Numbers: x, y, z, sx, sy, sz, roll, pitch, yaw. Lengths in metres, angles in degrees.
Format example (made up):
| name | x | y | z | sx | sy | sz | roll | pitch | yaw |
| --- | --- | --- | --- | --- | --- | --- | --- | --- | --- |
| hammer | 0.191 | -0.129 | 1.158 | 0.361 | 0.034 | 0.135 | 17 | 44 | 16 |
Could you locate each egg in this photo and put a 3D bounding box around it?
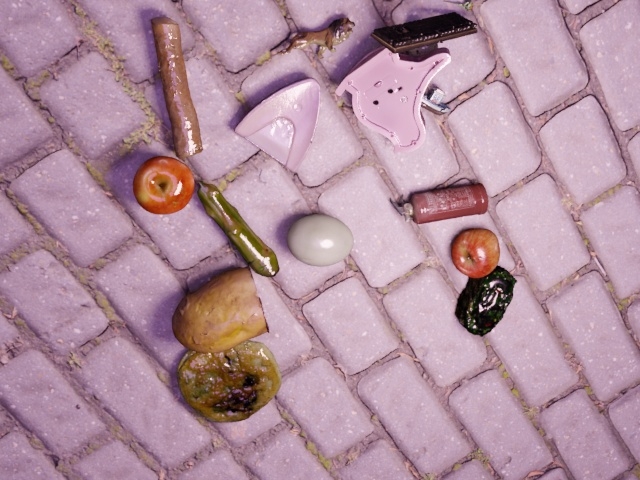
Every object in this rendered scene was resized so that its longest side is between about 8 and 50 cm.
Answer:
| name | x | y | z | sx | sy | sz | roll | pitch | yaw |
| --- | --- | --- | --- | --- | --- | --- | --- | --- | --- |
| egg | 0.270 | -0.529 | 1.629 | 0.085 | 0.085 | 0.110 | -22 | 104 | -2 |
| egg | 0.000 | 0.000 | 1.719 | 0.192 | 0.149 | 0.149 | 5 | 107 | -17 |

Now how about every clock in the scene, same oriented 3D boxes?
| name | x | y | z | sx | sy | sz | roll | pitch | yaw |
| --- | --- | --- | --- | --- | --- | --- | --- | --- | --- |
| clock | 0.232 | -0.399 | 1.615 | 0.290 | 0.080 | 0.275 | -34 | 110 | 27 |

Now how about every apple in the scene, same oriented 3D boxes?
| name | x | y | z | sx | sy | sz | roll | pitch | yaw |
| --- | --- | --- | --- | --- | --- | --- | --- | --- | --- |
| apple | -0.418 | -0.146 | 1.618 | 0.164 | 0.139 | 0.163 | 0 | 95 | -5 |
| apple | 0.467 | 0.033 | 1.810 | 0.131 | 0.146 | 0.146 | -28 | 117 | -47 |

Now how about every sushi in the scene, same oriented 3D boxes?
| name | x | y | z | sx | sy | sz | roll | pitch | yaw |
| --- | --- | --- | --- | --- | --- | --- | --- | --- | --- |
| sushi | 0.512 | 0.182 | 1.871 | 0.124 | 0.127 | 0.225 | 21 | 101 | -15 |

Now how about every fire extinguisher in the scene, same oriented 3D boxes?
| name | x | y | z | sx | sy | sz | roll | pitch | yaw |
| --- | --- | --- | --- | --- | --- | --- | --- | --- | --- |
| fire extinguisher | 0.345 | -0.106 | 1.774 | 0.269 | 0.105 | 0.104 | -10 | 109 | -6 |

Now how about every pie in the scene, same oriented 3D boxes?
| name | x | y | z | sx | sy | sz | roll | pitch | yaw |
| --- | --- | --- | --- | --- | --- | --- | --- | --- | --- |
| pie | -0.275 | 0.435 | 1.857 | 0.323 | 0.070 | 0.323 | -3 | 109 | -8 |

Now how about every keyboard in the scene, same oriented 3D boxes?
| name | x | y | z | sx | sy | sz | roll | pitch | yaw |
| --- | --- | --- | --- | --- | --- | --- | --- | --- | --- |
| keyboard | 0.275 | -0.535 | 1.550 | 0.317 | 0.106 | 0.027 | -24 | 146 | -33 |

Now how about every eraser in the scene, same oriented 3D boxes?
| name | x | y | z | sx | sy | sz | roll | pitch | yaw |
| --- | --- | --- | --- | --- | --- | --- | --- | --- | --- |
| eraser | -0.084 | -0.336 | 1.647 | 0.204 | 0.059 | 0.243 | 35 | 103 | -17 |

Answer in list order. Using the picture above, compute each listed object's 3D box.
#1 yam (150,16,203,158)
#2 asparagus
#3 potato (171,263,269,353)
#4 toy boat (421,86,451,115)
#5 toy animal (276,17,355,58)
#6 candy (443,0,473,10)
| name | x | y | z | sx | sy | sz | roll | pitch | yaw |
| --- | --- | --- | --- | --- | --- | --- | --- | --- | --- |
| yam | -0.371 | -0.393 | 1.575 | 0.081 | 0.081 | 0.356 | -9 | 110 | -6 |
| asparagus | -0.238 | -0.032 | 1.708 | 0.082 | 0.085 | 0.343 | -39 | 108 | 1 |
| potato | -0.291 | 0.210 | 1.709 | 0.266 | 0.229 | 0.229 | -21 | 109 | -6 |
| toy boat | 0.307 | -0.399 | 1.688 | 0.140 | 0.059 | 0.066 | 27 | 119 | -17 |
| toy animal | -0.010 | -0.519 | 1.600 | 0.220 | 0.069 | 0.086 | -20 | 88 | -8 |
| candy | 0.375 | -0.644 | 1.645 | 0.083 | 0.025 | 0.023 | 13 | 62 | -4 |
